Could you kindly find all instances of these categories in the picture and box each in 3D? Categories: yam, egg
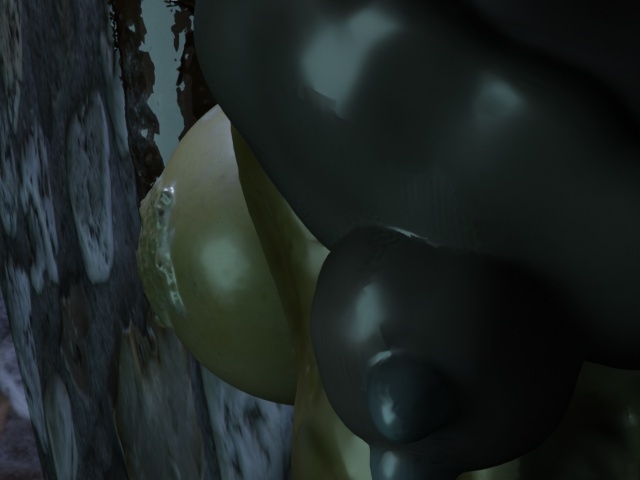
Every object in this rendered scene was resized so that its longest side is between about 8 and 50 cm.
[{"bbox_3d":[-0.060,-0.139,0.967,0.131,0.131,0.279,-172,75,-70],"label":"yam"},{"bbox_3d":[-0.002,-0.003,0.784,0.201,0.164,0.164,-50,-43,-74],"label":"egg"}]

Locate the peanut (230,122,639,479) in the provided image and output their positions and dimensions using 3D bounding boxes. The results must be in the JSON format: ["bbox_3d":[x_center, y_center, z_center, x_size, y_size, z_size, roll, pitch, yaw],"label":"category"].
[{"bbox_3d":[0.061,0.040,0.619,0.158,0.174,0.340,139,123,-63],"label":"peanut"}]

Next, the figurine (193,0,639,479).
[{"bbox_3d":[0.076,-0.130,0.425,0.203,0.248,0.380,16,116,28],"label":"figurine"}]
